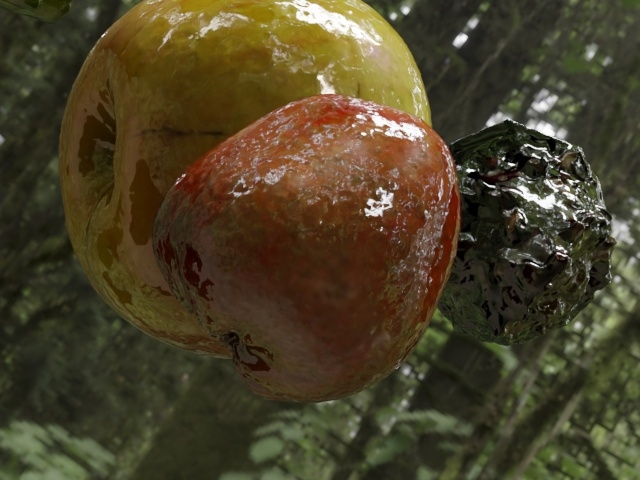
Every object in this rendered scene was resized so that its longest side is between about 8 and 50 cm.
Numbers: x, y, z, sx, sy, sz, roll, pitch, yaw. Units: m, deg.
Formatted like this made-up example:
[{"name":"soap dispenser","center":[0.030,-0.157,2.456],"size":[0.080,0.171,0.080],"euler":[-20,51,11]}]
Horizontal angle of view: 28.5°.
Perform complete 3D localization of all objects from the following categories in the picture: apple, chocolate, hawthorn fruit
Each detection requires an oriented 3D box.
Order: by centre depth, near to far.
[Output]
[{"name":"hawthorn fruit","center":[0.000,0.000,0.573],"size":[0.133,0.138,0.133],"euler":[47,-6,6]},{"name":"apple","center":[-0.056,-0.053,0.898],"size":[0.233,0.286,0.286],"euler":[-2,-5,-28]},{"name":"chocolate","center":[0.215,0.021,1.236],"size":[0.206,0.224,0.177],"euler":[19,13,-15]}]

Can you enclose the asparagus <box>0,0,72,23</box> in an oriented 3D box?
[{"name":"asparagus","center":[-0.290,-0.226,0.882],"size":[0.082,0.085,0.343],"euler":[3,-8,44]}]
